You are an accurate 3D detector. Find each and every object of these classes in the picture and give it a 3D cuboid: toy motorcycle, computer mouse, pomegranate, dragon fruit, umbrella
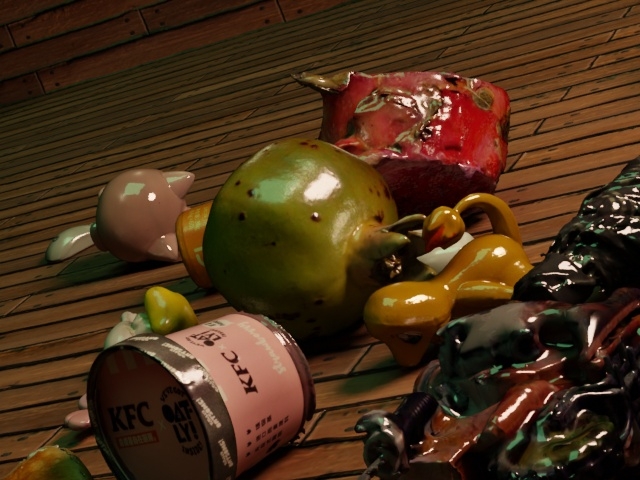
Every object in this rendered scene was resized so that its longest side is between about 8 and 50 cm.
[{"bbox_3d":[0.115,0.130,1.094,0.207,0.134,0.401,-12,17,31],"label":"toy motorcycle"},{"bbox_3d":[-0.339,-0.005,2.304,0.110,0.032,0.056,-29,18,-25],"label":"computer mouse"},{"bbox_3d":[-0.004,-0.008,1.562,0.198,0.198,0.246,-31,3,-31],"label":"pomegranate"},{"bbox_3d":[0.087,-0.087,1.743,0.282,0.147,0.211,10,-17,-37],"label":"dragon fruit"},{"bbox_3d":[0.311,-0.034,1.426,0.337,0.128,0.154,-41,8,-35],"label":"umbrella"}]

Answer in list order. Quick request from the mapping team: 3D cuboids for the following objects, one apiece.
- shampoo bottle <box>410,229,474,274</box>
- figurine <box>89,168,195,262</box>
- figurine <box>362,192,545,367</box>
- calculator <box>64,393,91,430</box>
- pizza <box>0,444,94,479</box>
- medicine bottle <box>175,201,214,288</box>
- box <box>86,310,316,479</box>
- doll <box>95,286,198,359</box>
[{"bbox_3d":[0.123,0.019,1.607,0.077,0.045,0.152,-29,18,-28],"label":"shampoo bottle"},{"bbox_3d":[-0.224,-0.030,2.094,0.138,0.125,0.125,1,25,30],"label":"figurine"},{"bbox_3d":[0.113,0.030,1.441,0.176,0.122,0.121,-26,19,-20],"label":"figurine"},{"bbox_3d":[-0.178,0.147,1.612,0.166,0.024,0.103,-29,18,-32],"label":"calculator"},{"bbox_3d":[-0.261,0.249,1.320,0.193,0.053,0.201,-17,27,10],"label":"pizza"},{"bbox_3d":[-0.060,-0.015,1.860,0.192,0.096,0.096,-17,16,14],"label":"medicine bottle"},{"bbox_3d":[-0.091,0.133,1.338,0.135,0.151,0.151,-22,12,-42],"label":"box"},{"bbox_3d":[-0.189,0.099,1.720,0.113,0.071,0.135,-21,18,30],"label":"doll"}]
